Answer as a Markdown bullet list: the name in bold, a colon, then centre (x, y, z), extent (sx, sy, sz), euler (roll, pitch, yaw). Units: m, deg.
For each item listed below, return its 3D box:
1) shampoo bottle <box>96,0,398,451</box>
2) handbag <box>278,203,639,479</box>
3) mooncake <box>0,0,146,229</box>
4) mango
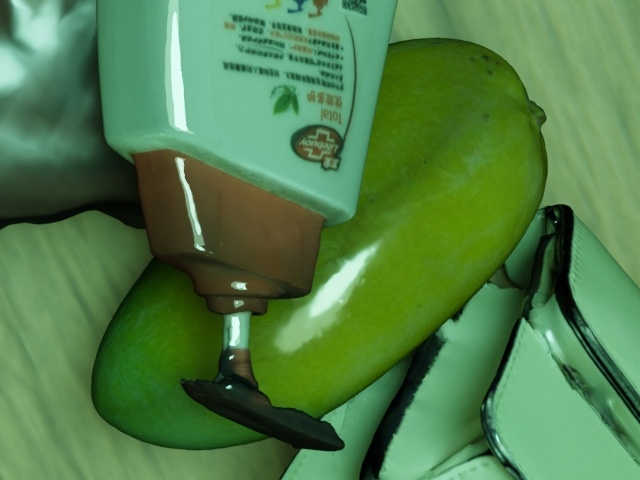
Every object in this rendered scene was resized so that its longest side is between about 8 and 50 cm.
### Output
- **shampoo bottle**: centre (-0.024, -0.060, 0.738), extent (0.153, 0.071, 0.284), euler (10, 82, -42)
- **handbag**: centre (0.165, 0.178, 0.863), extent (0.160, 0.237, 0.358), euler (-34, 101, 29)
- **mooncake**: centre (-0.199, -0.093, 0.812), extent (0.326, 0.174, 0.334), euler (14, 91, -13)
- **mango**: centre (0.000, 0.000, 0.845), extent (0.251, 0.156, 0.114), euler (-40, 131, -25)
